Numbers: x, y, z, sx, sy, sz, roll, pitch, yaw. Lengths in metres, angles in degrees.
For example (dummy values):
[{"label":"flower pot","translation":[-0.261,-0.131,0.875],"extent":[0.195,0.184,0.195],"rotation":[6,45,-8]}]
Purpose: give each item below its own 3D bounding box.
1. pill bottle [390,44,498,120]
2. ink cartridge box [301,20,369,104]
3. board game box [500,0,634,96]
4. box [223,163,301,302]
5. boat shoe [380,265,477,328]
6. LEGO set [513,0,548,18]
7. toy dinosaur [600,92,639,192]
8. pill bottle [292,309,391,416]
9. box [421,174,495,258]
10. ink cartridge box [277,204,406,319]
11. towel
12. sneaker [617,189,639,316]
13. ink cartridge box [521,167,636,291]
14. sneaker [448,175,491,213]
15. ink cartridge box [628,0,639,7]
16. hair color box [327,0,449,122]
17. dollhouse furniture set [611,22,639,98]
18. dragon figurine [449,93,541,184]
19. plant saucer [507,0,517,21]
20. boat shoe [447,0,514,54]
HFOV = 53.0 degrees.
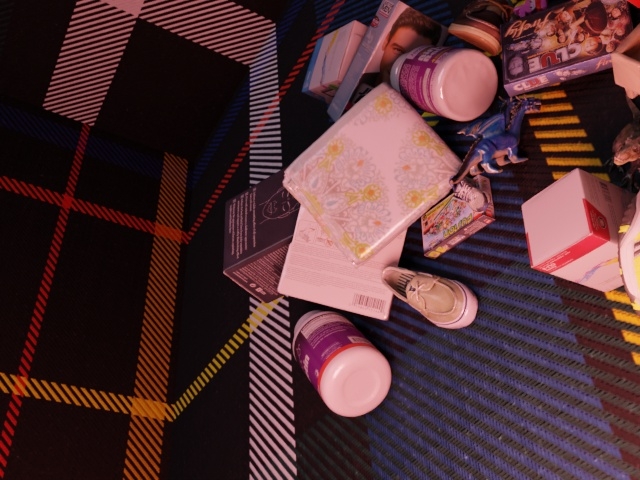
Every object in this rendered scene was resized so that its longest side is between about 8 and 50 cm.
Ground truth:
[{"label":"pill bottle","translation":[0.296,-0.405,1.620],"extent":[0.169,0.169,0.301],"rotation":[-67,26,10]},{"label":"ink cartridge box","translation":[0.102,-0.551,2.073],"extent":[0.270,0.198,0.197],"rotation":[8,80,65]},{"label":"board game box","translation":[0.482,-0.392,1.264],"extent":[0.243,0.042,0.165],"rotation":[-12,60,31]},{"label":"box","translation":[-0.074,-0.045,1.915],"extent":[0.395,0.212,0.294],"rotation":[-27,45,24]},{"label":"boat shoe","translation":[0.237,0.126,1.469],"extent":[0.302,0.094,0.109],"rotation":[16,88,65]},{"label":"LEGO set","translation":[0.454,-0.408,1.379],"extent":[0.093,0.087,0.227],"rotation":[-11,60,31]},{"label":"toy dinosaur","translation":[0.522,-0.157,1.087],"extent":[0.268,0.064,0.118],"rotation":[-54,-30,-54]},{"label":"pill bottle","translation":[0.039,0.298,1.652],"extent":[0.182,0.181,0.323],"rotation":[-68,25,8]},{"label":"box","translation":[0.316,-0.052,1.497],"extent":[0.207,0.036,0.114],"rotation":[-41,39,47]},{"label":"ink cartridge box","translation":[0.063,0.047,1.674],"extent":[0.066,0.296,0.261],"rotation":[38,-114,-75]},{"label":"towel","translation":[0.125,-0.161,1.597],"extent":[0.374,0.090,0.321],"rotation":[-41,77,11]},{"label":"sneaker","translation":[0.542,-0.047,0.919],"extent":[0.147,0.145,0.385],"rotation":[-3,72,64]},{"label":"ink cartridge box","translation":[0.445,-0.011,1.051],"extent":[0.127,0.176,0.128],"rotation":[-44,36,49]},{"label":"sneaker","translation":[0.321,-0.103,1.410],"extent":[0.052,0.058,0.135],"rotation":[-62,28,19]},{"label":"ink cartridge box","translation":[0.610,-0.502,1.093],"extent":[0.231,0.134,0.078],"rotation":[-53,32,36]},{"label":"hair color box","translation":[0.192,-0.488,1.862],"extent":[0.375,0.185,0.114],"rotation":[-62,27,20]},{"label":"dollhouse furniture set","translation":[0.621,-0.239,0.853],"extent":[0.286,0.198,0.303],"rotation":[-48,51,5]},{"label":"dragon figurine","translation":[0.350,-0.216,1.352],"extent":[0.085,0.289,0.144],"rotation":[4,115,66]},{"label":"plant saucer","translation":[0.452,-0.482,1.502],"extent":[0.067,0.018,0.192],"rotation":[84,-176,-55]},{"label":"boat shoe","translation":[0.377,-0.513,1.482],"extent":[0.123,0.123,0.342],"rotation":[-63,-2,23]}]
